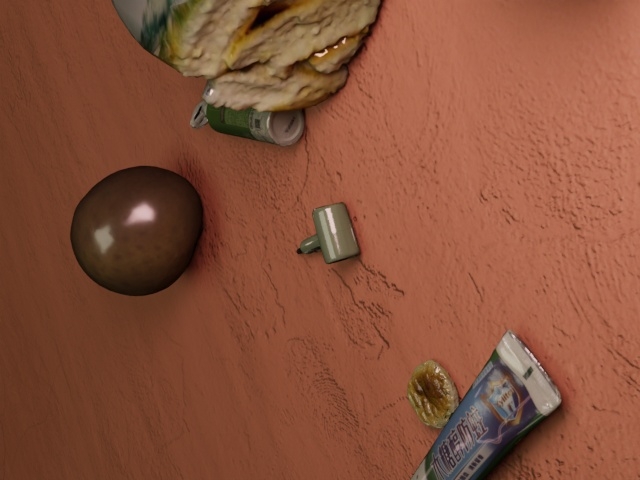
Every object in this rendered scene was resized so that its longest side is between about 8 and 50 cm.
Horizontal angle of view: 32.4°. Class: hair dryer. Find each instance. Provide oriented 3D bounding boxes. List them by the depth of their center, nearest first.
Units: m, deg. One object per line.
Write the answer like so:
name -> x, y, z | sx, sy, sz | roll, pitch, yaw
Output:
hair dryer -> 0.000, 0.000, 1.426 | 0.150, 0.047, 0.071 | -26, 78, 66

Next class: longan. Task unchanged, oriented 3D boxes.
longan -> -0.279, -0.015, 1.675 | 0.220, 0.196, 0.196 | -49, 61, 46

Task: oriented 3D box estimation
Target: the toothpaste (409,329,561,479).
toothpaste -> 0.156, 0.259, 1.265 | 0.099, 0.061, 0.392 | 56, 139, 30

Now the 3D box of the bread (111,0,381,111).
bread -> -0.074, -0.338, 1.215 | 0.239, 0.264, 0.395 | 63, 145, 25

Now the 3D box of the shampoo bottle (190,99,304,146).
shampoo bottle -> -0.105, -0.167, 1.485 | 0.204, 0.065, 0.065 | 17, 115, 51

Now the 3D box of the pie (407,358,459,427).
pie -> 0.132, 0.183, 1.309 | 0.084, 0.020, 0.084 | 22, 118, 49
